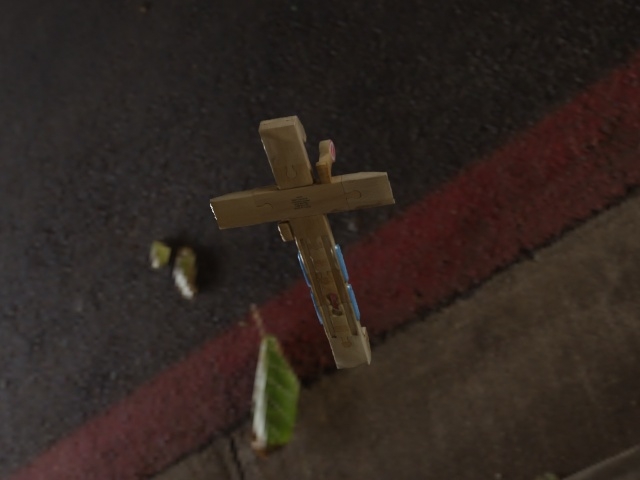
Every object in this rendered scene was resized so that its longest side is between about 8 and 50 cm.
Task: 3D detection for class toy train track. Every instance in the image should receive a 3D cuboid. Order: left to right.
[{"bbox_3d":[0.000,0.000,0.381,0.048,0.083,0.014,-8,36,13],"label":"toy train track"}]
